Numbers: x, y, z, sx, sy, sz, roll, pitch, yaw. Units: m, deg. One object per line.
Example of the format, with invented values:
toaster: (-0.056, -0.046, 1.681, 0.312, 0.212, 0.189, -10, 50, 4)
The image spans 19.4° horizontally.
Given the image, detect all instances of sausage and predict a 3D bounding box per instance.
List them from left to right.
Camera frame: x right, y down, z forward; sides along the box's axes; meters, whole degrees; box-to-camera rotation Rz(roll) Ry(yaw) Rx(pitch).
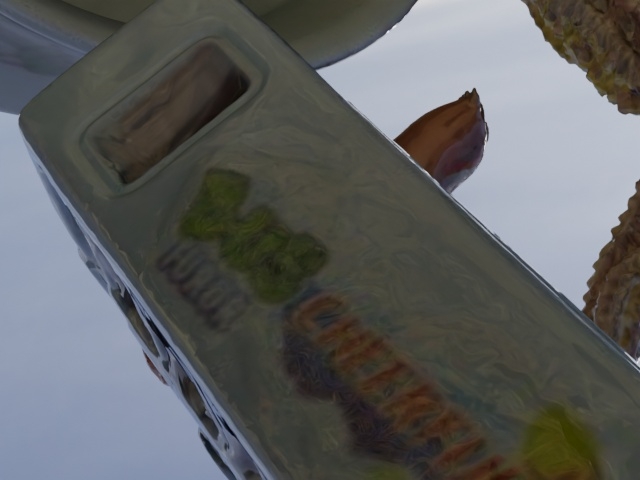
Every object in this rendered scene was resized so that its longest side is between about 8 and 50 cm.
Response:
sausage: (0.001, 0.000, 0.752, 0.177, 0.047, 0.040, -35, -149, -23)

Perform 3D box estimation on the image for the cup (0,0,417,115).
cup: (-0.124, -0.190, 0.823, 0.347, 0.347, 0.163, -34, 179, -44)

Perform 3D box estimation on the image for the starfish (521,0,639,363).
starfish: (0.186, -0.121, 0.980, 0.132, 0.383, 0.398, -1, 141, -33)

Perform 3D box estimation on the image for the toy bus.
toy bus: (0.026, 0.048, 0.466, 0.109, 0.136, 0.329, -40, -141, -2)
